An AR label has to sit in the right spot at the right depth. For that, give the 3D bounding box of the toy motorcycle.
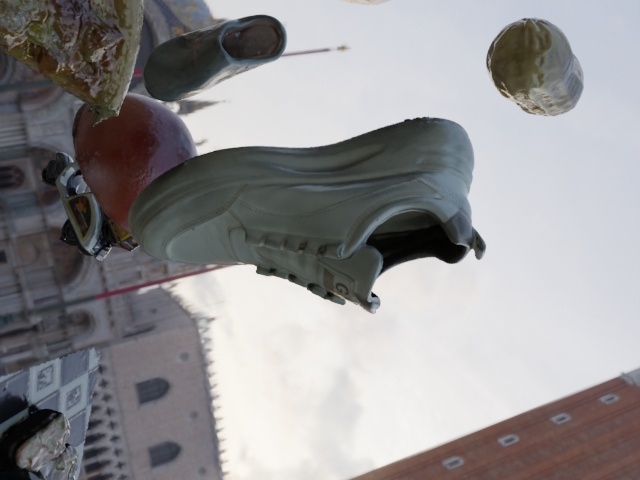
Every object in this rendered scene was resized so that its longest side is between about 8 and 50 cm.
[{"bbox_3d":[-0.438,-0.081,1.402,0.263,0.157,0.091,61,3,22],"label":"toy motorcycle"}]

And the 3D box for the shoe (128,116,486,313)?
[{"bbox_3d":[0.000,0.000,0.633,0.124,0.316,0.159,79,-6,-58],"label":"shoe"}]

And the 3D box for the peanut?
[{"bbox_3d":[0.372,-0.288,1.237,0.147,0.305,0.147,-6,-100,33],"label":"peanut"}]

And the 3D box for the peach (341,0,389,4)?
[{"bbox_3d":[0.073,-0.304,0.589,0.214,0.235,0.214,167,-90,-81],"label":"peach"}]

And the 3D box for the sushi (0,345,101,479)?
[{"bbox_3d":[-0.250,0.213,0.643,0.040,0.192,0.210,14,-81,18],"label":"sushi"}]

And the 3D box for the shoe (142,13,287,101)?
[{"bbox_3d":[-0.131,-0.239,0.918,0.078,0.195,0.079,154,-86,-79],"label":"shoe"}]

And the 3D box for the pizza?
[{"bbox_3d":[-0.235,-0.225,0.628,0.058,0.197,0.292,22,-52,33],"label":"pizza"}]

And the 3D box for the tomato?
[{"bbox_3d":[-0.245,-0.114,1.062,0.228,0.112,0.199,49,33,-38],"label":"tomato"}]
